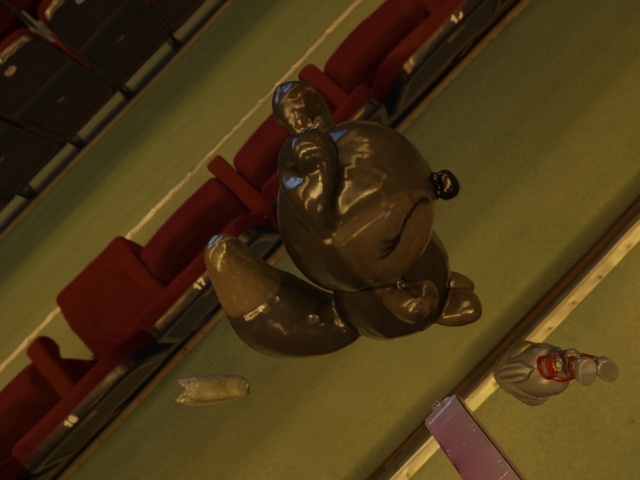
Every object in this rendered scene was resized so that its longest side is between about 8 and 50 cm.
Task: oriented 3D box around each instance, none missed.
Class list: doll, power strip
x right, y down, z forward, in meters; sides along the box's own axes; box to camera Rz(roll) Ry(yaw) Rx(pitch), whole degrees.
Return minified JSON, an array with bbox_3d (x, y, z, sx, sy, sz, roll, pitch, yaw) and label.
[{"bbox_3d":[0.267,0.155,0.525,0.093,0.180,0.079,-3,71,-14],"label":"doll"},{"bbox_3d":[0.340,0.471,0.985,0.109,0.037,0.279,-51,33,10],"label":"power strip"},{"bbox_3d":[-0.001,0.020,0.573,0.378,0.382,0.252,-33,28,8],"label":"doll"}]

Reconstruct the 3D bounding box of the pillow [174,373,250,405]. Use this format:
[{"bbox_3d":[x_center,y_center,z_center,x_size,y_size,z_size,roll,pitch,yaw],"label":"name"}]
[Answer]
[{"bbox_3d":[-0.278,0.392,1.158,0.181,0.134,0.078,5,71,-27],"label":"pillow"}]
